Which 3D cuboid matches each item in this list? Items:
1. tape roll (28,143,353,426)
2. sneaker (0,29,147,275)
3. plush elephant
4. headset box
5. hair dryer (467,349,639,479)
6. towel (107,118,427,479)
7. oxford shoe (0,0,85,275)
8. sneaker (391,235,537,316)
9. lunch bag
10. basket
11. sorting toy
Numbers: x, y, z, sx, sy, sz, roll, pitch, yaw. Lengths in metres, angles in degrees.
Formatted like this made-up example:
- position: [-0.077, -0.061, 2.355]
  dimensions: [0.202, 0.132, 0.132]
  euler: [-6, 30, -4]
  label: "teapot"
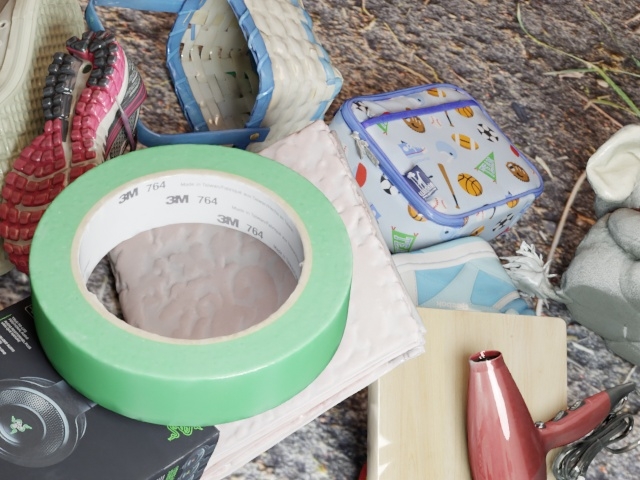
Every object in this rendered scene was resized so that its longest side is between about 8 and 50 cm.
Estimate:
- position: [-0.129, 0.037, 1.506]
  dimensions: [0.321, 0.077, 0.321]
  euler: [3, 46, -3]
  label: "tape roll"
- position: [-0.263, -0.088, 1.689]
  dimensions: [0.120, 0.112, 0.299]
  euler: [3, 62, 28]
  label: "sneaker"
- position: [0.430, 0.009, 1.947]
  dimensions: [0.330, 0.272, 0.255]
  euler: [22, 61, 22]
  label: "plush elephant"
- position: [-0.276, 0.199, 1.483]
  dimensions: [0.246, 0.131, 0.283]
  euler: [43, 43, 19]
  label: "headset box"
- position: [0.243, 0.215, 1.639]
  dimensions: [0.293, 0.080, 0.224]
  euler: [41, 61, -36]
  label: "hair dryer"
- position: [-0.069, 0.064, 1.642]
  dimensions: [0.053, 0.317, 0.332]
  euler: [43, 20, -52]
  label: "towel"
- position: [-0.384, -0.134, 1.771]
  dimensions: [0.130, 0.169, 0.449]
  euler: [-10, 50, 19]
  label: "oxford shoe"
- position: [0.150, 0.116, 1.804]
  dimensions: [0.319, 0.127, 0.208]
  euler: [-19, 59, -39]
  label: "sneaker"
- position: [0.140, -0.102, 1.990]
  dimensions: [0.303, 0.115, 0.243]
  euler: [-13, 61, -50]
  label: "lunch bag"
- position: [-0.137, -0.216, 1.913]
  dimensions: [0.288, 0.201, 0.255]
  euler: [1, 51, -34]
  label: "basket"
- position: [0.148, 0.210, 1.672]
  dimensions: [0.255, 0.089, 0.257]
  euler: [6, 81, -30]
  label: "sorting toy"
